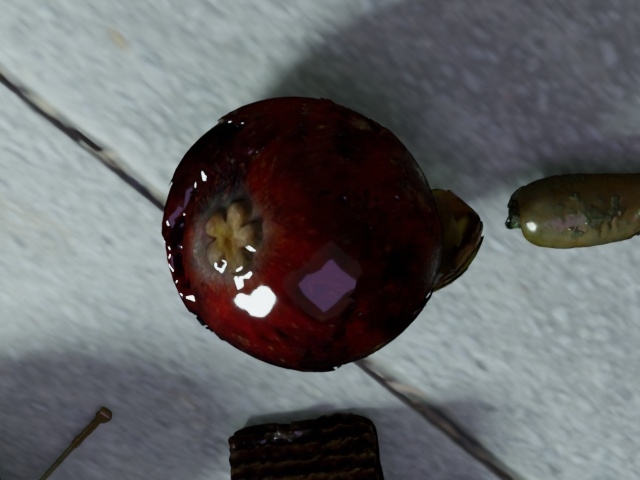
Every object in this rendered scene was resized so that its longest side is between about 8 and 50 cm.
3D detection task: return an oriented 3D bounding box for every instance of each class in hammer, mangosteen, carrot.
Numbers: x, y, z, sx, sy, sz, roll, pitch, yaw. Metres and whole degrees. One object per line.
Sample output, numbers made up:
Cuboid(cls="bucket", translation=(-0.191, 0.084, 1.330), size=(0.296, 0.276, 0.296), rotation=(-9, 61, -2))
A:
Cuboid(cls="hammer", translation=(-0.189, 0.159, 1.114), size=(0.029, 0.014, 0.123), rotation=(24, 124, -32))
Cuboid(cls="mangosteen", translation=(0.000, 0.000, 0.893), size=(0.166, 0.166, 0.180), rotation=(-35, 150, 26))
Cuboid(cls="carrot", translation=(0.240, -0.023, 0.945), size=(0.254, 0.049, 0.049), rotation=(-3, 131, -3))

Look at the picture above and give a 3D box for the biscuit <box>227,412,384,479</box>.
Cuboid(cls="biscuit", translation=(0.012, 0.287, 1.191), size=(0.107, 0.073, 0.388), rotation=(-7, 130, 3))
